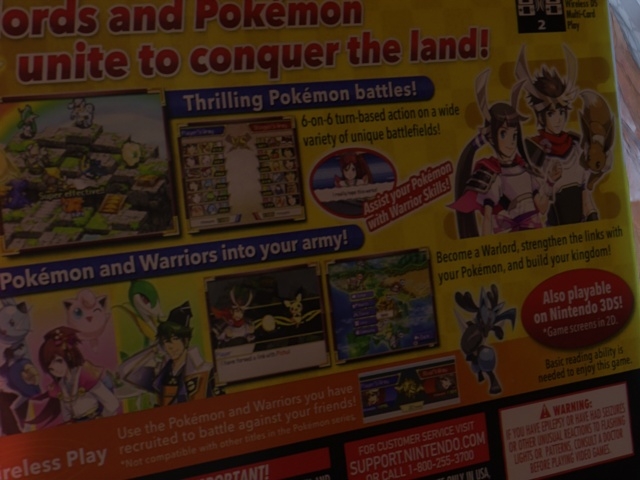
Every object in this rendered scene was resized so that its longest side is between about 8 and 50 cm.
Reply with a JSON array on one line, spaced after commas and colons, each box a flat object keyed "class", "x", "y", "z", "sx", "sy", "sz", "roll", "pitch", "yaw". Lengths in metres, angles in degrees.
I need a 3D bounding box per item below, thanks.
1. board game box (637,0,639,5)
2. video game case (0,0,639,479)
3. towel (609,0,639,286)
[{"class": "board game box", "x": 0.280, "y": -0.233, "z": 1.021, "sx": 0.390, "sy": 0.050, "sz": 0.390, "roll": 50, "pitch": 56, "yaw": -23}, {"class": "video game case", "x": -0.007, "y": 0.036, "z": 0.495, "sx": 0.275, "sy": 0.035, "sz": 0.248, "roll": -8, "pitch": 92, "yaw": -36}, {"class": "towel", "x": 0.084, "y": -0.111, "z": 0.722, "sx": 0.332, "sy": 0.053, "sz": 0.317, "roll": 52, "pitch": 22, "yaw": -20}]
